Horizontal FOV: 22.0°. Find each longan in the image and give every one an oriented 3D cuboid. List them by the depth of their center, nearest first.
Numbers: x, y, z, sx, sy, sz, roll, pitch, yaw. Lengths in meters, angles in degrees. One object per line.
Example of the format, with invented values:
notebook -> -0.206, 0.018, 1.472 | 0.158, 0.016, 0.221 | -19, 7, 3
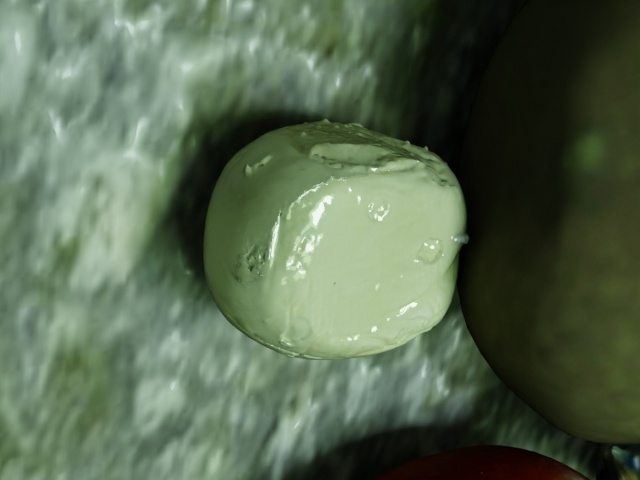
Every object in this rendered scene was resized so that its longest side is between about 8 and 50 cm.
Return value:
longan -> 0.167, -0.028, 0.824 | 0.215, 0.246, 0.246 | -14, 135, 18

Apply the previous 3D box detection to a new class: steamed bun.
steamed bun -> 0.000, 0.000, 0.784 | 0.130, 0.091, 0.113 | -3, 111, -36

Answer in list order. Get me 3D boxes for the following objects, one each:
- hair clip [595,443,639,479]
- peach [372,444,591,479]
hair clip -> 0.236, 0.151, 1.016 | 0.110, 0.095, 0.358 | -45, 162, 11
peach -> 0.081, 0.231, 0.905 | 0.243, 0.199, 0.243 | -23, 134, -26
